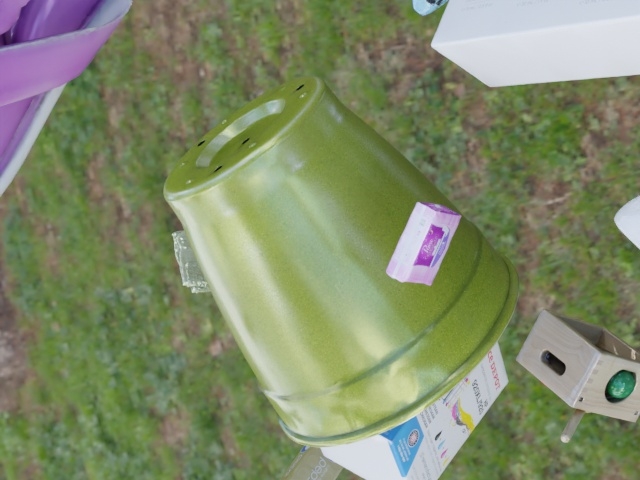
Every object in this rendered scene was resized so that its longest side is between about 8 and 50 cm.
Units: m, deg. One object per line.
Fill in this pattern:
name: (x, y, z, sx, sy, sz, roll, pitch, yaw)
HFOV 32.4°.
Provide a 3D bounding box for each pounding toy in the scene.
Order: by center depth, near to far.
pounding toy: (0.302, 0.160, 1.257, 0.141, 0.130, 0.100, 44, 113, 55)

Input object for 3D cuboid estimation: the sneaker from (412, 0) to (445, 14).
sneaker: (0.161, -0.367, 1.577, 0.063, 0.073, 0.162, 35, 159, -1)

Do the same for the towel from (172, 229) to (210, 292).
towel: (-0.136, 0.025, 1.585, 0.027, 0.148, 0.110, 114, 146, -45)

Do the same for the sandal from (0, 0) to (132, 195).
sandal: (-0.143, -0.137, 0.485, 0.169, 0.416, 0.102, 46, 152, -24)

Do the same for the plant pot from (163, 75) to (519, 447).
plant pot: (0.000, 0.000, 1.372, 0.353, 0.366, 0.366, 54, 153, -20)

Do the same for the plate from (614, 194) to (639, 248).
plate: (0.390, -0.007, 0.735, 0.277, 0.278, 0.045, 53, 164, 42)

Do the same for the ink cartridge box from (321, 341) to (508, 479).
ink cartridge box: (0.116, 0.198, 1.494, 0.168, 0.232, 0.171, 22, 149, 35)

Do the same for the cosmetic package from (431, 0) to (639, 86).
cosmetic package: (0.291, -0.286, 0.954, 0.377, 0.097, 0.284, 7, 74, 57)

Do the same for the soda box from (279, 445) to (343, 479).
soda box: (-0.008, 0.354, 1.711, 0.061, 0.181, 0.058, 46, 134, -4)

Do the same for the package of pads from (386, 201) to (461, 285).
package of pads: (0.103, 0.004, 1.102, 0.032, 0.050, 0.083, 34, 107, 38)
